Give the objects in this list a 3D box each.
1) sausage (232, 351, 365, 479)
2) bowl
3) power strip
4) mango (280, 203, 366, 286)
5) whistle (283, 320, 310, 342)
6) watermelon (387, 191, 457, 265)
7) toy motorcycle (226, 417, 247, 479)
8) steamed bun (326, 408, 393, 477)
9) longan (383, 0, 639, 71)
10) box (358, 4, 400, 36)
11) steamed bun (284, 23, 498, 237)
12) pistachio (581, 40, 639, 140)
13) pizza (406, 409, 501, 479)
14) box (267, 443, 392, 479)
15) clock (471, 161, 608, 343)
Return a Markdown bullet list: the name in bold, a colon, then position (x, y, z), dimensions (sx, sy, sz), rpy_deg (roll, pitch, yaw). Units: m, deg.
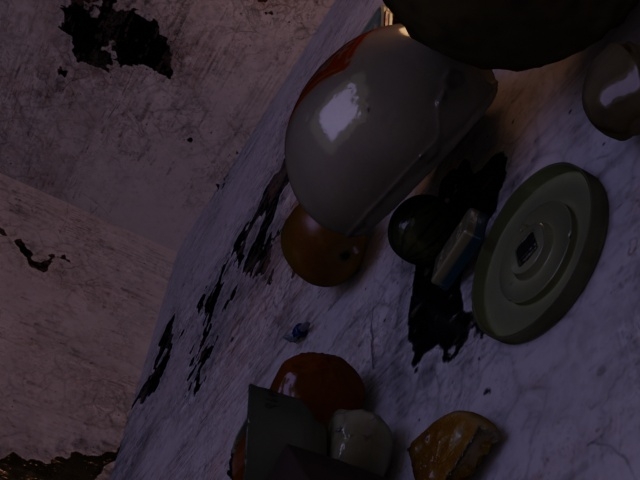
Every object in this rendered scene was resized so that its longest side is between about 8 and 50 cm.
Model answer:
- **sausage**: position (-0.035, 0.301, 1.348), dimensions (0.268, 0.141, 0.153), rpy_deg (-62, 9, 9)
- **bowl**: position (-0.052, 0.306, 1.179), dimensions (0.211, 0.112, 0.211), rpy_deg (-175, 90, -85)
- **power strip**: position (0.196, 0.014, 1.219), dimensions (0.056, 0.032, 0.123), rpy_deg (-67, 2, -46)
- **mango**: position (0.002, 0.006, 1.665), dimensions (0.254, 0.139, 0.175), rpy_deg (140, 120, -67)
- **whistle**: position (-0.047, 0.188, 1.762), dimensions (0.083, 0.033, 0.029), rpy_deg (-47, 31, 43)
- **watermelon**: position (0.164, -0.025, 1.304), dimensions (0.133, 0.105, 0.105), rpy_deg (-49, 16, -3)
- **toy motorcycle**: position (-0.096, 0.369, 1.558), dimensions (0.157, 0.091, 0.263), rpy_deg (-62, 16, -22)
- **steamed bun**: position (0.053, 0.294, 1.182), dimensions (0.130, 0.091, 0.112), rpy_deg (112, 169, -62)
- **longan**: position (0.248, -0.414, 1.118), dimensions (0.391, 0.391, 0.391), rpy_deg (-55, 18, 29)
- **box**: position (0.120, -0.300, 1.733), dimensions (0.294, 0.167, 0.193), rpy_deg (-51, 19, 39)
- **steamed bun**: position (0.089, -0.192, 1.368), dimensions (0.374, 0.241, 0.374), rpy_deg (-49, -1, -1)
- **pistachio**: position (0.339, -0.166, 0.945), dimensions (0.113, 0.113, 0.149), rpy_deg (-55, 20, 30)
- **pizza**: position (0.152, 0.263, 1.011), dimensions (0.178, 0.041, 0.131), rpy_deg (-47, 21, 47)
- **box**: position (-0.002, 0.403, 1.030), dimensions (0.252, 0.188, 0.153), rpy_deg (-66, 16, 3)
- **clock**: position (0.262, 0.015, 1.057), dimensions (0.235, 0.029, 0.235), rpy_deg (-56, 18, 29)
